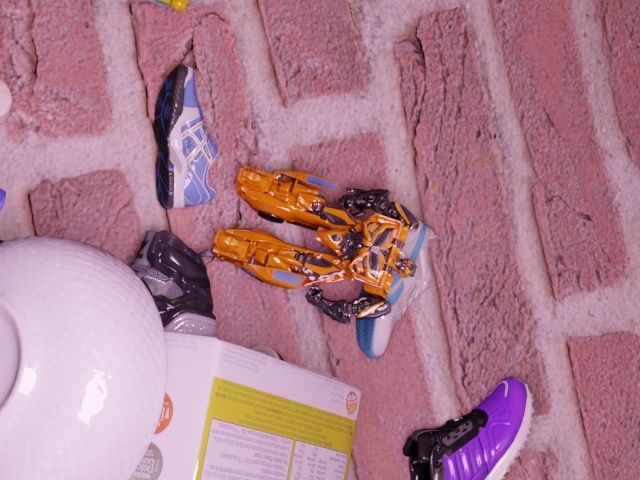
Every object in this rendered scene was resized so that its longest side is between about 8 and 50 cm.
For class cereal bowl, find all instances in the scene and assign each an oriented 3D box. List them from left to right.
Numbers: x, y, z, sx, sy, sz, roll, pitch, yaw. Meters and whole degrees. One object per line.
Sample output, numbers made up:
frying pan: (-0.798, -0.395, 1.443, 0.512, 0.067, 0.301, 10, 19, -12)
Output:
cereal bowl: (-0.344, 0.151, 1.375, 0.141, 0.338, 0.339, 29, 68, -59)

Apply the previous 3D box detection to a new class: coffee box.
coffee box: (-0.196, 0.300, 1.531, 0.338, 0.337, 0.335, 28, 69, -56)

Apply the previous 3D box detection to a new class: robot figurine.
robot figurine: (0.000, 0.000, 1.801, 0.290, 0.085, 0.211, 16, 76, 8)

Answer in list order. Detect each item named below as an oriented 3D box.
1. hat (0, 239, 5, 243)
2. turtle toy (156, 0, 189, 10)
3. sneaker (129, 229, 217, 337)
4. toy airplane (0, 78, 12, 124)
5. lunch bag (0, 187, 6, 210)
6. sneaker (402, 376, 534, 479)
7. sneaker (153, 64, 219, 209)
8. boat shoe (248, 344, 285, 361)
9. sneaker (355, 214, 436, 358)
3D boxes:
hat: (-0.468, 0.099, 1.660, 0.208, 0.173, 0.184, 25, 99, 23)
turtle toy: (-0.239, -0.393, 1.821, 0.130, 0.066, 0.095, 20, 76, -16)
sneaker: (-0.272, 0.059, 1.733, 0.268, 0.101, 0.153, 7, 80, -25)
toy airplane: (-0.634, -0.238, 1.544, 0.386, 0.272, 0.384, -27, 82, -14)
lunch bag: (-0.533, -0.006, 1.470, 0.221, 0.138, 0.293, 33, 97, -27)
sneaker: (0.208, 0.314, 1.865, 0.146, 0.102, 0.293, 35, 73, -11)
sneaker: (-0.195, -0.150, 1.804, 0.081, 0.080, 0.211, 1, 92, -26)
boat shoe: (-0.062, 0.323, 1.766, 0.113, 0.127, 0.340, 12, 69, -48)
sneaker: (0.116, 0.071, 1.875, 0.092, 0.087, 0.229, 18, 79, -19)
